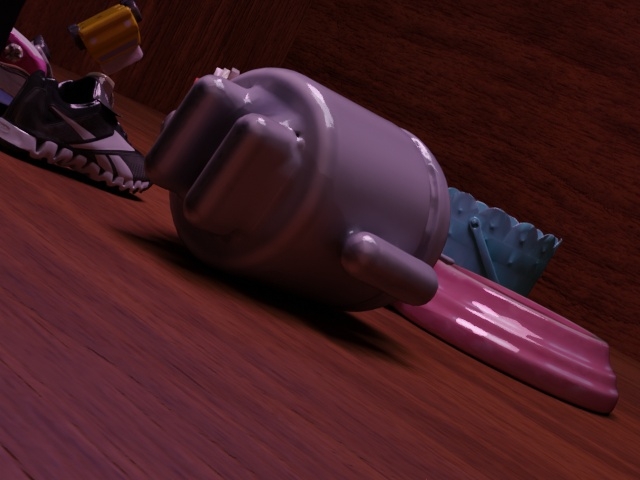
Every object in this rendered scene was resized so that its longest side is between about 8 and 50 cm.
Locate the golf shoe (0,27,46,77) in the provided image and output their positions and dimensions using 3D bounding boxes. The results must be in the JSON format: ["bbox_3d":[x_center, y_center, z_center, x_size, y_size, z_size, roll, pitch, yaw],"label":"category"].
[{"bbox_3d":[-0.518,-0.309,1.860,0.306,0.115,0.140,28,24,2],"label":"golf shoe"}]

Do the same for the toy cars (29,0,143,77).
[{"bbox_3d":[-0.381,-0.275,1.952,0.394,0.087,0.176,-12,21,41],"label":"toy cars"}]

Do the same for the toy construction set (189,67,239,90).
[{"bbox_3d":[-0.078,-0.108,1.922,0.328,0.151,0.215,40,-12,-6],"label":"toy construction set"}]

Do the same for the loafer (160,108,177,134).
[{"bbox_3d":[-0.130,-0.110,2.168,0.319,0.112,0.111,25,40,-29],"label":"loafer"}]

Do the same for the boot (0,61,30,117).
[{"bbox_3d":[-0.368,-0.151,1.456,0.219,0.082,0.106,51,17,-58],"label":"boot"}]

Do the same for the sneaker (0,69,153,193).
[{"bbox_3d":[-0.247,-0.120,1.405,0.078,0.106,0.234,30,6,36],"label":"sneaker"}]

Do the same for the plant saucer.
[{"bbox_3d":[0.246,0.114,1.696,0.332,0.084,0.332,25,4,-2],"label":"plant saucer"}]

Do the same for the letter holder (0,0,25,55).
[{"bbox_3d":[-0.562,-0.313,1.601,0.302,0.152,0.214,22,4,-45],"label":"letter holder"}]

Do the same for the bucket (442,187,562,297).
[{"bbox_3d":[0.254,0.021,2.213,0.281,0.183,0.281,26,5,-2],"label":"bucket"}]

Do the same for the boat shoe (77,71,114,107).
[{"bbox_3d":[-0.361,-0.216,1.990,0.095,0.095,0.257,25,4,-12],"label":"boat shoe"}]

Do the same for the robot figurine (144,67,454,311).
[{"bbox_3d":[-0.006,-0.043,1.272,0.353,0.199,0.300,22,22,-49],"label":"robot figurine"}]
